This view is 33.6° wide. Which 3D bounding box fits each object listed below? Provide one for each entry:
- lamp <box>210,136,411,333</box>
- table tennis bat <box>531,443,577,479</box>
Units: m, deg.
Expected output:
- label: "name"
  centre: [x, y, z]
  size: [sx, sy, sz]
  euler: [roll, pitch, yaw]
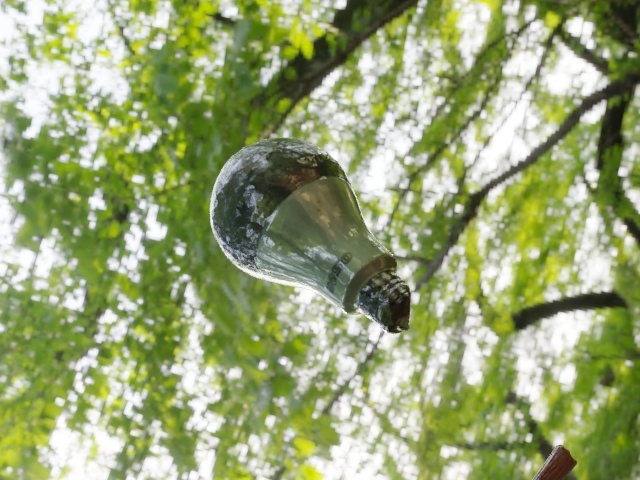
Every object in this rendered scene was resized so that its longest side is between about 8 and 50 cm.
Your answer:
- label: "lamp"
  centre: [-0.002, -0.019, 1.280]
  size: [0.182, 0.314, 0.182]
  euler: [-21, -59, -39]
- label: "table tennis bat"
  centre: [0.143, 0.221, 0.807]
  size: [0.154, 0.019, 0.098]
  euler: [-49, -44, -11]
